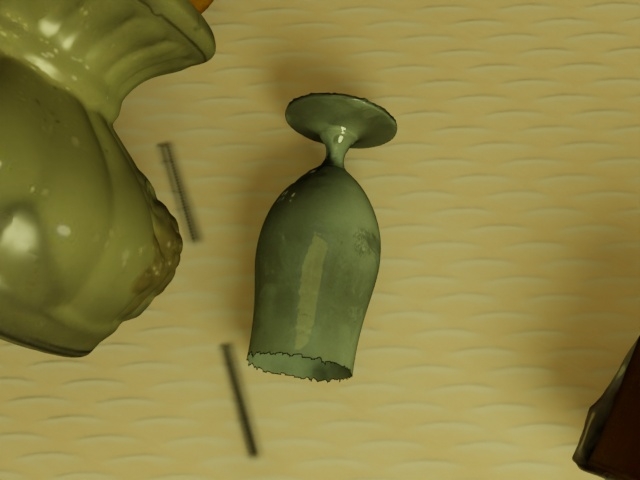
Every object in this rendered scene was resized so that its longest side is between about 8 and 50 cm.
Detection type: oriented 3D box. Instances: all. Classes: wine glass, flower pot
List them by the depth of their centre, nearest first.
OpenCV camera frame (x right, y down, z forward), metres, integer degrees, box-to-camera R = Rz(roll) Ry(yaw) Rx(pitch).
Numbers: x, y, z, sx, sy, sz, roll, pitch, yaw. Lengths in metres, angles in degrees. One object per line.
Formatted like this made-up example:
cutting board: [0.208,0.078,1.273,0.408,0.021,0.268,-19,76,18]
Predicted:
flower pot: [-0.212,-0.087,0.722,0.307,0.307,0.244,30,88,14]
wine glass: [0.000,0.000,0.794,0.093,0.093,0.202,7,69,7]

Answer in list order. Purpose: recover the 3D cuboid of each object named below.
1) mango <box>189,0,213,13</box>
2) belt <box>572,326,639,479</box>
mango: [-0.192,-0.230,0.883,0.227,0.109,0.147,6,67,4]
belt: [0.329,0.164,0.647,0.339,0.217,0.122,29,81,10]
